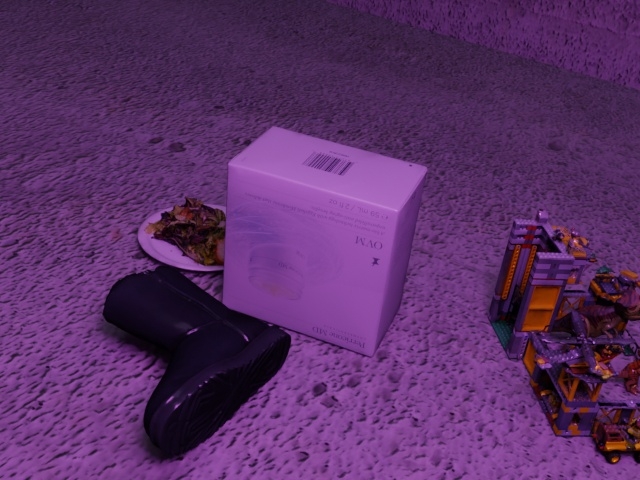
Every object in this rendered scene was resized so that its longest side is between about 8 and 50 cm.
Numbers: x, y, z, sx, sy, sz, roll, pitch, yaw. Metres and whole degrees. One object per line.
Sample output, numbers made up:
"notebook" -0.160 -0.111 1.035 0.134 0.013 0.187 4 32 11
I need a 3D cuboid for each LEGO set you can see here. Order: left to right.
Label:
"LEGO set" 0.359 0.091 0.973 0.254 0.192 0.331 6 31 -2

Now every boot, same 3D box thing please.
"boot" -0.177 0.125 0.893 0.207 0.094 0.246 24 28 20

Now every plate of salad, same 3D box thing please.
"plate of salad" -0.178 -0.016 1.181 0.199 0.048 0.200 5 31 -3

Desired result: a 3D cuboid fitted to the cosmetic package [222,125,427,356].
"cosmetic package" 0.000 0.000 1.018 0.223 0.225 0.138 16 34 16
